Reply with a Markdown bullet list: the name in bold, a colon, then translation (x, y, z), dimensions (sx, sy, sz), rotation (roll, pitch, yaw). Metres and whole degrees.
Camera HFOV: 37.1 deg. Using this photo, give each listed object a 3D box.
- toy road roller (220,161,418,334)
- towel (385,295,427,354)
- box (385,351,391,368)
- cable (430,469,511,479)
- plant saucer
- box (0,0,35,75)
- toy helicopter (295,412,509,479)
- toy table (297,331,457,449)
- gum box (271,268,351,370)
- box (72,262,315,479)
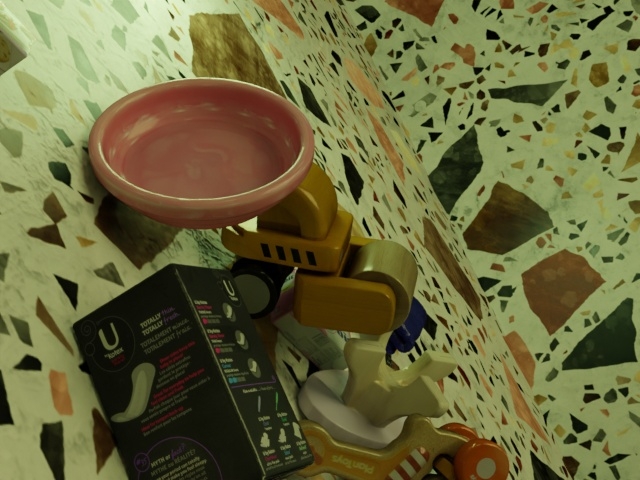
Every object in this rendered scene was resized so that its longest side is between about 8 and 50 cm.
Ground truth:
- **toy road roller**: translation (0.000, 0.000, 1.563), dimensions (0.202, 0.330, 0.240), rotation (-66, 164, -64)
- **towel**: translation (0.140, 0.135, 2.144), dimensions (0.227, 0.076, 0.308), rotation (51, 13, 1)
- **box**: translation (0.124, 0.232, 2.057), dimensions (0.083, 0.018, 0.067), rotation (53, 19, -19)
- **cable**: translation (0.314, 0.504, 1.809), dimensions (0.257, 0.089, 0.257), rotation (26, -22, 37)
- **plant saucer**: translation (-0.176, -0.126, 1.432), dimensions (0.332, 0.332, 0.084), rotation (-99, -170, -49)
- **box**: translation (-0.501, -0.347, 1.207), dimensions (0.324, 0.067, 0.063), rotation (50, 20, -30)
- **toy helicopter**: translation (0.097, 0.372, 1.459), dimensions (0.355, 0.234, 0.140), rotation (20, -2, -14)
- **toy table**: translation (0.107, 0.245, 1.634), dimensions (0.274, 0.160, 0.252), rotation (6, 36, -51)
- **gum box**: translation (-0.012, 0.155, 1.736), dimensions (0.188, 0.062, 0.107), rotation (48, 21, -31)
- **box**: translation (-0.151, 0.183, 1.141), dimensions (0.270, 0.165, 0.143), rotation (65, 19, 15)
